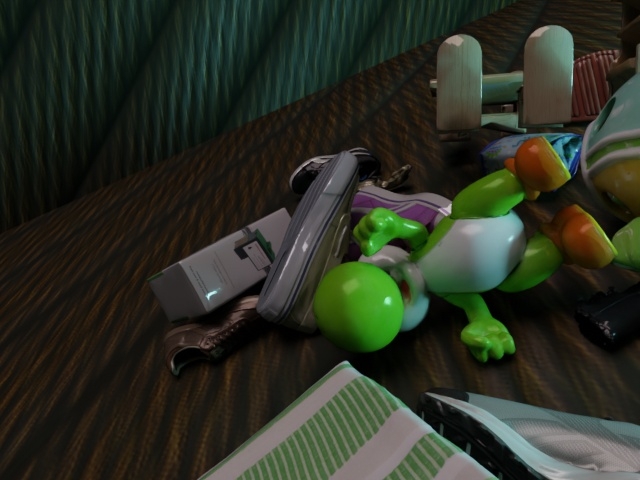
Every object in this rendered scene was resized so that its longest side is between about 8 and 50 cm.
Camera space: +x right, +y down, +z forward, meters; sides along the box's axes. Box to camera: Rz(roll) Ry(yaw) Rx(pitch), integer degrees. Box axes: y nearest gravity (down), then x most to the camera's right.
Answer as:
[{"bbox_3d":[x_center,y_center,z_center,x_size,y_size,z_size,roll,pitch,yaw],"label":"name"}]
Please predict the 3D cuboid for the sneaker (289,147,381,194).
[{"bbox_3d":[0.037,-0.159,1.181,0.217,0.079,0.121,-23,25,-8],"label":"sneaker"}]

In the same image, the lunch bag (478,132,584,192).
[{"bbox_3d":[0.377,-0.147,0.891,0.128,0.096,0.151,8,36,45],"label":"lunch bag"}]

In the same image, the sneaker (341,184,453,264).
[{"bbox_3d":[0.114,0.002,0.822,0.161,0.102,0.282,-43,28,-19],"label":"sneaker"}]

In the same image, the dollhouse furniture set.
[{"bbox_3d":[0.400,-0.323,0.901,0.394,0.257,0.362,0,7,15],"label":"dollhouse furniture set"}]

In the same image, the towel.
[{"bbox_3d":[-0.015,0.207,0.352,0.248,0.038,0.325,-36,10,-11],"label":"towel"}]

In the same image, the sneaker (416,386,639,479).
[{"bbox_3d":[0.201,0.186,0.409,0.271,0.100,0.108,11,27,42],"label":"sneaker"}]

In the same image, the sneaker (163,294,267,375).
[{"bbox_3d":[-0.151,0.151,0.771,0.188,0.066,0.071,-24,43,5],"label":"sneaker"}]

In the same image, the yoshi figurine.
[{"bbox_3d":[0.135,0.039,0.598,0.362,0.203,0.204,-31,47,23],"label":"yoshi figurine"}]

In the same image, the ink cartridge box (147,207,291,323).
[{"bbox_3d":[-0.154,0.042,0.847,0.219,0.093,0.160,-32,7,-38],"label":"ink cartridge box"}]

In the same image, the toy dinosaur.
[{"bbox_3d":[0.065,-0.103,1.081,0.268,0.064,0.118,-8,15,27],"label":"toy dinosaur"}]

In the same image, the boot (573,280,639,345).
[{"bbox_3d":[0.344,0.084,0.535,0.099,0.045,0.121,-20,19,-4],"label":"boot"}]

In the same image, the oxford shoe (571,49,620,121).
[{"bbox_3d":[0.650,-0.322,1.035,0.397,0.141,0.146,-6,-1,38],"label":"oxford shoe"}]

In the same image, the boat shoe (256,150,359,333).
[{"bbox_3d":[0.000,0.000,0.785,0.109,0.094,0.302,-19,43,64],"label":"boat shoe"}]

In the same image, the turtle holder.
[{"bbox_3d":[0.464,-0.090,0.619,0.227,0.243,0.320,-12,65,50],"label":"turtle holder"}]
